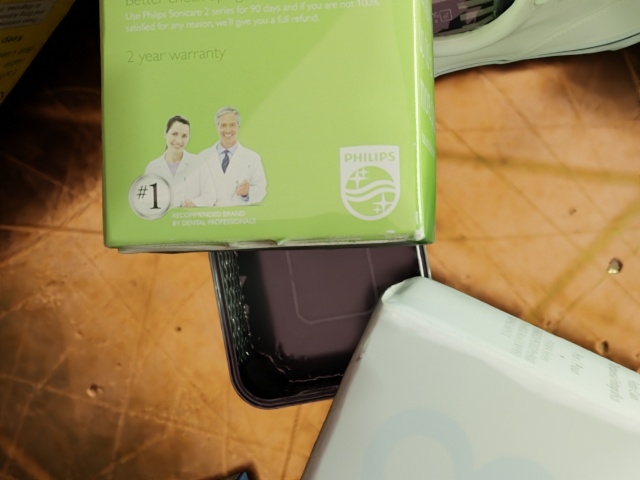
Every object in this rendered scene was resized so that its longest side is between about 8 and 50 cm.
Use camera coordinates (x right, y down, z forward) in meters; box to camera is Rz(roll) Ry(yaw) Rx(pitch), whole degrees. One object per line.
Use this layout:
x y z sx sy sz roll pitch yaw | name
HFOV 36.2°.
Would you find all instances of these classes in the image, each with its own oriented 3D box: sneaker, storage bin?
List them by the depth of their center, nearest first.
0.132 -0.149 0.570 0.258 0.091 0.094 -19 89 5 | sneaker
0.000 0.000 0.588 0.122 0.084 0.180 -10 91 5 | storage bin

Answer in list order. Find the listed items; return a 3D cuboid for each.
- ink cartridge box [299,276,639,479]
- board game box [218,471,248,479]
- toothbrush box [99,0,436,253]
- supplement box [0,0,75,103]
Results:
0.151 0.235 0.488 0.385 0.091 0.308 25 105 13 | ink cartridge box
-0.078 0.266 0.622 0.136 0.035 0.201 -19 89 5 | board game box
-0.012 -0.136 0.441 0.122 0.206 0.283 -3 88 8 | toothbrush box
-0.278 -0.130 0.497 0.194 0.195 0.356 47 116 3 | supplement box
